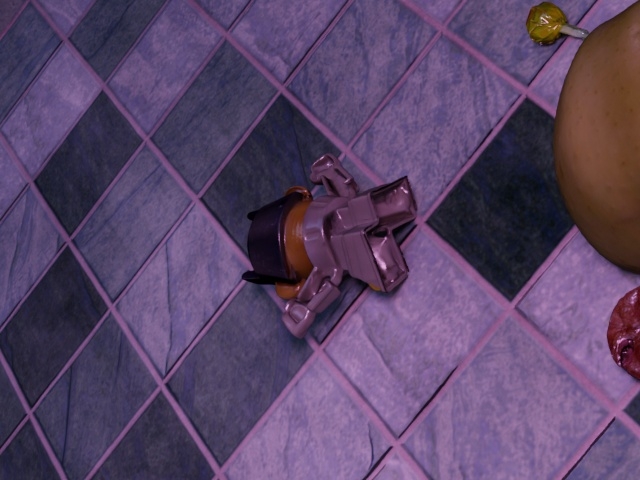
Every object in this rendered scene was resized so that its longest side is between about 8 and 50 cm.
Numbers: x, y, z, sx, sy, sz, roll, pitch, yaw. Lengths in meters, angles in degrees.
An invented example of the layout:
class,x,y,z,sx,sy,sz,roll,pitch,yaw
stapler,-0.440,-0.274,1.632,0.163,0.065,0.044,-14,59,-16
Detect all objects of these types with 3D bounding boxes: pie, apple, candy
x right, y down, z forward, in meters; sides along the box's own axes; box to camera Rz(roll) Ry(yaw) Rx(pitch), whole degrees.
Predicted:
class,x,y,z,sx,sy,sz,roll,pitch,yaw
pie,0.427,0.107,1.880,0.153,0.038,0.154,-23,50,31
apple,0.461,-0.156,1.941,0.320,0.312,0.360,-6,61,-4
candy,0.378,-0.300,2.189,0.058,0.062,0.194,-26,36,-34

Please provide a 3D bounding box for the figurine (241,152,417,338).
class,x,y,z,sx,sy,sz,roll,pitch,yaw
figurine,0.000,-0.004,2.308,0.308,0.143,0.308,-22,37,18
